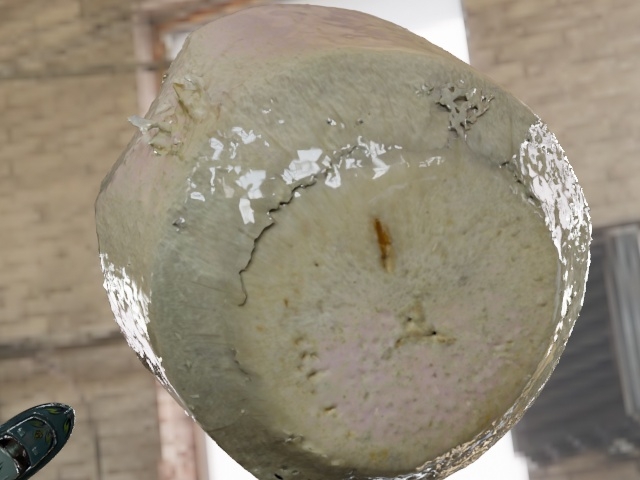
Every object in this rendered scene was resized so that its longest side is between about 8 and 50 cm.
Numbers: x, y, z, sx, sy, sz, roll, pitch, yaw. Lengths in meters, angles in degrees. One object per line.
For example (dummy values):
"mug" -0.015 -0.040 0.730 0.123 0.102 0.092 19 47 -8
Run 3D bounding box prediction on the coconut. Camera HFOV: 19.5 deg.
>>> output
"coconut" 0.000 0.000 0.847 0.224 0.224 0.234 3 19 -27

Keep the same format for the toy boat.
"toy boat" -0.283 0.196 1.706 0.141 0.055 0.060 -36 3 -3
